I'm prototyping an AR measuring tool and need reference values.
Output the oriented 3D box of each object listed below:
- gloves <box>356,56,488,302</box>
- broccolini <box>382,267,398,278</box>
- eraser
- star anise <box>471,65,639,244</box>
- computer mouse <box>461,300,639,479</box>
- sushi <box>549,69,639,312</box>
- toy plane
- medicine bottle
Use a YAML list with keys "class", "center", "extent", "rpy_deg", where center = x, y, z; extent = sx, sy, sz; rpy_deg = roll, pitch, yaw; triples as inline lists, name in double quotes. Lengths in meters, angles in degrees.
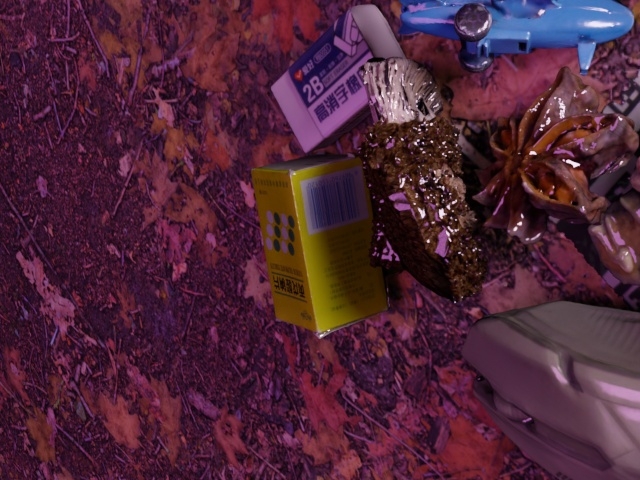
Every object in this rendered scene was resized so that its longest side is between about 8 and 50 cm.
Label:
- class: "gloves"
  center: [0.121, -0.066, 1.120]
  extent: [0.210, 0.135, 0.312]
  rpy_deg: [92, 168, -64]
- class: "broccolini"
  center: [0.139, 0.017, 1.280]
  extent: [0.201, 0.058, 0.074]
  rpy_deg: [-33, 67, 62]
- class: "eraser"
  center: [0.026, -0.229, 1.277]
  extent: [0.210, 0.068, 0.124]
  rpy_deg: [-35, 81, 47]
- class: "star anise"
  center: [0.269, -0.092, 1.013]
  extent: [0.099, 0.220, 0.214]
  rpy_deg: [35, 149, -28]
- class: "computer mouse"
  center: [0.338, 0.202, 1.033]
  extent: [0.429, 0.145, 0.228]
  rpy_deg: [8, 125, 44]
- class: "sushi"
  center: [0.393, -0.054, 0.937]
  extent: [0.296, 0.100, 0.373]
  rpy_deg: [53, 134, 19]
- class: "toy plane"
  center: [0.213, -0.252, 1.010]
  extent: [0.271, 0.254, 0.105]
  rpy_deg: [14, 79, 16]
- class: "medicine bottle"
  center: [0.000, 0.000, 1.314]
  extent: [0.137, 0.141, 0.250]
  rpy_deg: [9, 110, 56]
